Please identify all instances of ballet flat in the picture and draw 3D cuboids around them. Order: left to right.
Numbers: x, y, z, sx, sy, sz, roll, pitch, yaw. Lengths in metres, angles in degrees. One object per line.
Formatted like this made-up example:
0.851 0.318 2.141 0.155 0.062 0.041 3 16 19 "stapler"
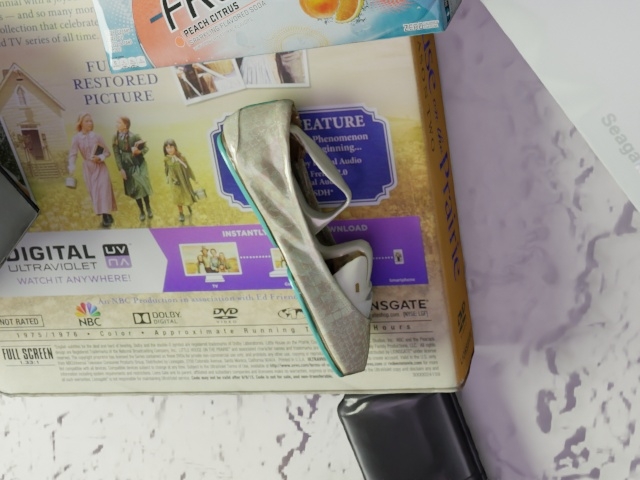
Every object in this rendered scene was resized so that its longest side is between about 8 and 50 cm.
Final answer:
0.000 0.000 0.871 0.052 0.057 0.168 -23 107 13 "ballet flat"

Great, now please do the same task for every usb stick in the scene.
0.088 0.203 1.014 0.077 0.045 0.278 -16 109 17 "usb stick"

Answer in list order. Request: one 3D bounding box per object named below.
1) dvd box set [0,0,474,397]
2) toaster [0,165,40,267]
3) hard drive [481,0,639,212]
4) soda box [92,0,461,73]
-0.087 -0.106 0.911 0.308 0.062 0.420 -3 113 17 "dvd box set"
-0.280 -0.023 0.890 0.168 0.110 0.185 -26 117 25 "toaster"
0.254 -0.151 0.810 0.307 0.040 0.203 -34 102 25 "hard drive"
-0.023 -0.131 0.809 0.183 0.063 0.058 -6 113 17 "soda box"
